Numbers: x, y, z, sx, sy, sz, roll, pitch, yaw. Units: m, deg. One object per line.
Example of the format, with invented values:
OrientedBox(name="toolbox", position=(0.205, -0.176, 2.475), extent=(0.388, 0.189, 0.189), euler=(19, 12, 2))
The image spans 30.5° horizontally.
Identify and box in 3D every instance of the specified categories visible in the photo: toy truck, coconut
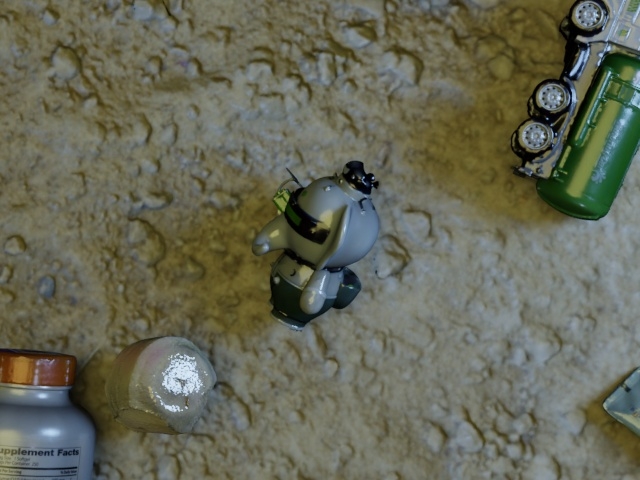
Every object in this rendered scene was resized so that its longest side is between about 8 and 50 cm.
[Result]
OrientedBox(name="toy truck", position=(0.280, -0.146, 1.200), extent=(0.125, 0.101, 0.242), euler=(22, 93, 6))
OrientedBox(name="coconut", position=(-0.176, 0.158, 1.253), extent=(0.110, 0.124, 0.110), euler=(8, 75, -30))

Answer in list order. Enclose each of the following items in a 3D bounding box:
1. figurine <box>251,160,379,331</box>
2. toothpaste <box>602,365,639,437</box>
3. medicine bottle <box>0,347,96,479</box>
OrientedBox(name="figurine", position=(0.000, 0.000, 1.228), extent=(0.126, 0.147, 0.192), euler=(27, 110, -8))
OrientedBox(name="toothpaste", position=(0.384, 0.223, 1.189), extent=(0.064, 0.041, 0.218), euler=(-43, 78, -7))
OrientedBox(name="medicine bottle", position=(-0.323, 0.262, 1.247), extent=(0.157, 0.157, 0.288), euler=(5, 87, 10))
